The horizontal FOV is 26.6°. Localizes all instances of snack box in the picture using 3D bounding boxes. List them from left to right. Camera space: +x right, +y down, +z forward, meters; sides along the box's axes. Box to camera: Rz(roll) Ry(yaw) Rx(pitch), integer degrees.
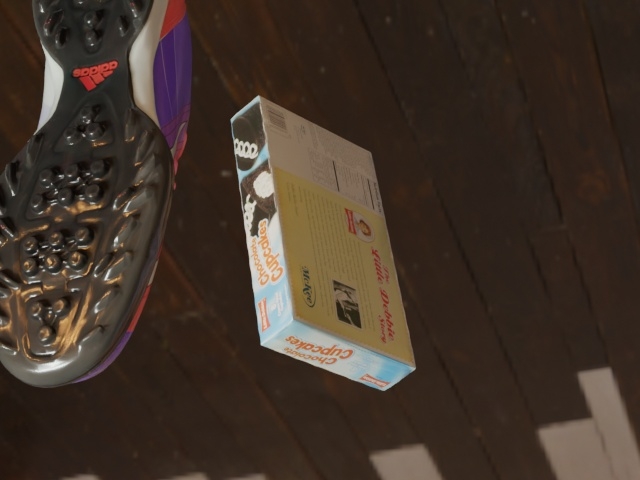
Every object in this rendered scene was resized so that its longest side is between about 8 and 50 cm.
[{"bbox_3d":[0.000,0.000,1.542,0.187,0.322,0.060,24,131,-36],"label":"snack box"}]

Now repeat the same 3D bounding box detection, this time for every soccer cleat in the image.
[{"bbox_3d":[-0.119,-0.047,0.790,0.108,0.318,0.116,-10,145,13],"label":"soccer cleat"}]
